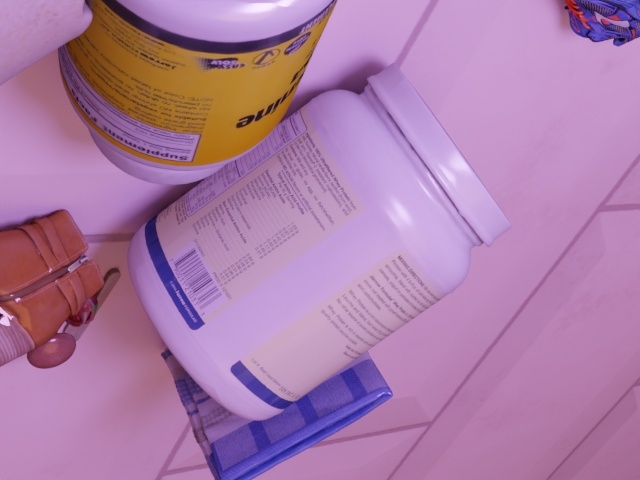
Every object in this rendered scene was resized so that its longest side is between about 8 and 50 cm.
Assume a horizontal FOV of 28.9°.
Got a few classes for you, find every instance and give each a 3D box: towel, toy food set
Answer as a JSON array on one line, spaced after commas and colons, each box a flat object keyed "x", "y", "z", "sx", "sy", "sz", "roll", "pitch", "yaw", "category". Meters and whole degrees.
[{"x": -0.055, "y": 0.145, "z": 1.361, "sx": 0.209, "sy": 0.285, "sz": 0.034, "roll": -29, "pitch": 121, "yaw": -4, "category": "towel"}, {"x": -0.291, "y": 0.079, "z": 1.249, "sx": 0.218, "sy": 0.071, "sz": 0.128, "roll": 12, "pitch": 129, "yaw": -48, "category": "toy food set"}]

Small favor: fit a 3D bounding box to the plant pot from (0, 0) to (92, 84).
[{"x": -0.312, "y": -0.159, "z": 0.707, "sx": 0.305, "sy": 0.334, "sz": 0.334, "roll": -31, "pitch": 150, "yaw": -21, "category": "plant pot"}]

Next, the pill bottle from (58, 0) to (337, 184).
[{"x": -0.095, "y": -0.164, "z": 0.906, "sx": 0.188, "sy": 0.188, "sz": 0.334, "roll": -19, "pitch": 167, "yaw": -18, "category": "pill bottle"}]

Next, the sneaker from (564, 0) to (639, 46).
[{"x": 0.284, "y": -0.244, "z": 1.273, "sx": 0.221, "sy": 0.083, "sz": 0.087, "roll": 11, "pitch": 137, "yaw": -43, "category": "sneaker"}]

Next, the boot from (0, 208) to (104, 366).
[{"x": -0.293, "y": 0.008, "z": 1.149, "sx": 0.152, "sy": 0.073, "sz": 0.197, "roll": -38, "pitch": 124, "yaw": -33, "category": "boot"}]

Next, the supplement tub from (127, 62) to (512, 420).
[{"x": 0.000, "y": 0.000, "z": 1.226, "sx": 0.325, "sy": 0.235, "sz": 0.235, "roll": -36, "pitch": 148, "yaw": 8, "category": "supplement tub"}]
